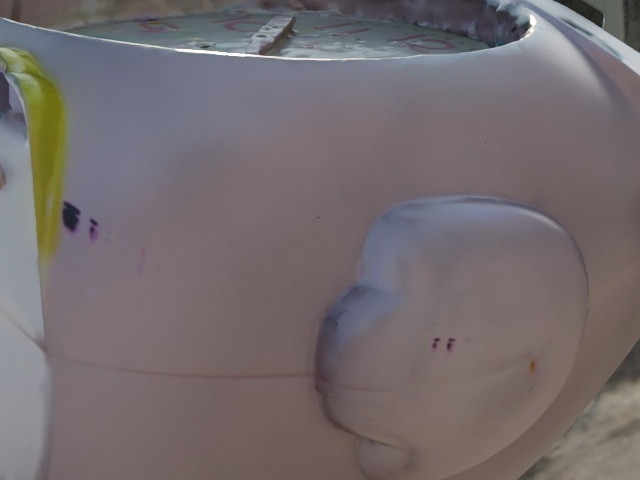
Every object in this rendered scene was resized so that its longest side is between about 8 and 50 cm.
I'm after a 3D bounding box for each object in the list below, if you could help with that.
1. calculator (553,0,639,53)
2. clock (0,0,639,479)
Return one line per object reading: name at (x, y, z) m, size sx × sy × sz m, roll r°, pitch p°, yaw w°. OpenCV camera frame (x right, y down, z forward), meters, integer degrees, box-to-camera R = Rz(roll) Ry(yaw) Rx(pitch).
calculator at (0.143, -0.125, 0.944) m, size 0.040 × 0.177 × 0.268 m, roll -30°, pitch -37°, yaw -29°
clock at (0.000, 0.000, 0.670) m, size 0.376 × 0.251 × 0.368 m, roll -10°, pitch 23°, yaw -33°
